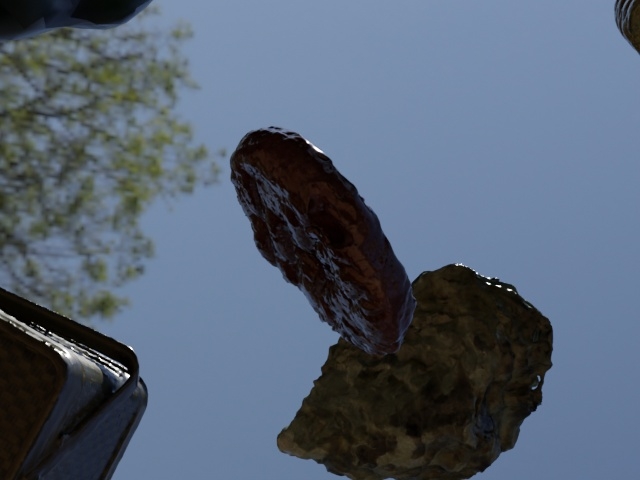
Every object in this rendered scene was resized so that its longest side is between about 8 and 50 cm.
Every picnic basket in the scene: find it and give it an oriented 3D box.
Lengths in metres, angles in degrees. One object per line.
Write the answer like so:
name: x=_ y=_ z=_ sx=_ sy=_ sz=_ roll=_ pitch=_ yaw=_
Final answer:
picnic basket: x=-0.241 y=0.155 z=0.911 sx=0.165 sy=0.139 sz=0.266 roll=26 pitch=-96 yaw=19

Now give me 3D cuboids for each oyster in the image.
oyster: x=0.099 y=0.146 z=1.387 sx=0.198 sy=0.112 sz=0.267 roll=37 pitch=-78 yaw=10

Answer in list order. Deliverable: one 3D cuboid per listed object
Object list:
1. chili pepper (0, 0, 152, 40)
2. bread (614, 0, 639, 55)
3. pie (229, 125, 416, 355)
chili pepper: x=-0.219 y=-0.243 z=0.921 sx=0.257 sy=0.248 sz=0.233 roll=24 pitch=-60 yaw=30
bread: x=0.313 y=-0.201 z=1.269 sx=0.098 sy=0.269 sz=0.087 roll=-40 pitch=-87 yaw=14
pie: x=0.000 y=0.000 z=0.837 sx=0.154 sy=0.036 sz=0.154 roll=47 pitch=-19 yaw=22
